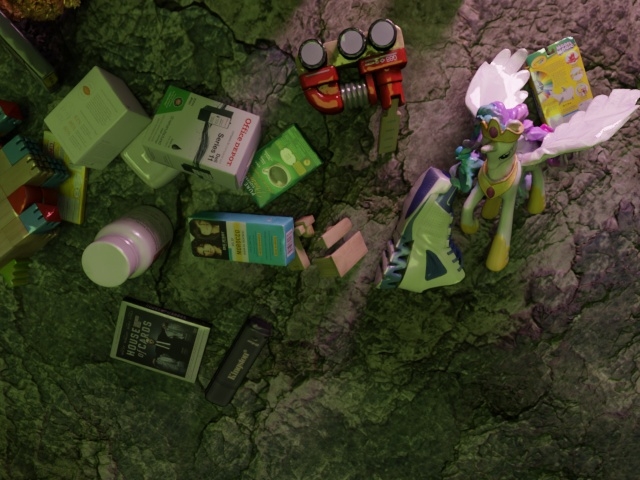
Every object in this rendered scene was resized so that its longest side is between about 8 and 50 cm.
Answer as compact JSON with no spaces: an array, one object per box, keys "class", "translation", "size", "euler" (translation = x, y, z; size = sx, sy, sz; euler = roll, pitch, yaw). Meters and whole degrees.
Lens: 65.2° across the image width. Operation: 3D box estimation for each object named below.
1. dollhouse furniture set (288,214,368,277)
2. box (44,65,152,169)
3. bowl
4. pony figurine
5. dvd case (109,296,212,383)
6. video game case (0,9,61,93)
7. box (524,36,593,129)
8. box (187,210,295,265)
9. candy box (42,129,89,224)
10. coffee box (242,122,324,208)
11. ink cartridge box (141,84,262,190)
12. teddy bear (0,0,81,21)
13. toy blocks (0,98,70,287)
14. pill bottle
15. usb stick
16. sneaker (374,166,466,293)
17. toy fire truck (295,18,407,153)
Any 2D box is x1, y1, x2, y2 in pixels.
[{"class":"dollhouse furniture set","translation":[0.000,0.000,1.202],"size":[0.151,0.123,0.144],"euler":[-8,112,43]},{"class":"box","translation":[-0.479,-0.260,1.081],"size":[0.170,0.091,0.130],"euler":[-39,80,11]},{"class":"bowl","translation":[-0.383,-0.199,1.144],"size":[0.142,0.053,0.142],"euler":[-37,101,14]},{"class":"pony figurine","translation":[0.392,-0.168,0.975],"size":[0.302,0.351,0.364],"euler":[28,152,32]},{"class":"dvd case","translation":[-0.421,0.264,1.317],"size":[0.238,0.030,0.180],"euler":[18,109,-3]},{"class":"video game case","translation":[-0.623,-0.416,0.964],"size":[0.035,0.248,0.275],"euler":[-44,114,-12]},{"class":"box","translation":[0.502,-0.323,1.054],"size":[0.105,0.043,0.179],"euler":[-22,108,12]},{"class":"box","translation":[-0.183,-0.007,1.161],"size":[0.244,0.060,0.101],"euler":[4,110,18]},{"class":"candy box","translation":[-0.607,-0.148,1.187],"size":[0.105,0.027,0.206],"euler":[16,109,1]},{"class":"coffee box","translation":[-0.097,-0.170,1.142],"size":[0.184,0.040,0.113],"euler":[-36,102,14]},{"class":"ink cartridge box","translation":[-0.247,-0.218,1.070],"size":[0.208,0.087,0.153],"euler":[19,73,0]},{"class":"teddy bear","translation":[-0.587,-0.594,0.937],"size":[0.113,0.245,0.339],"euler":[-18,82,39]},{"class":"toy blocks","translation":[-0.695,-0.124,1.115],"size":[0.260,0.190,0.382],"euler":[-34,85,8]},{"class":"pill bottle","translation":[-0.430,0.012,1.124],"size":[0.131,0.229,0.131],"euler":[1,110,3]},{"class":"usb stick","translation":[-0.220,0.325,1.317],"size":[0.077,0.045,0.278],"euler":[29,108,-6]},{"class":"sneaker","translation":[0.263,-0.001,1.146],"size":[0.182,0.127,0.316],"euler":[19,116,-7]},{"class":"toy fire truck","translation":[0.081,-0.298,1.047],"size":[0.216,0.158,0.247],"euler":[-13,97,7]}]
